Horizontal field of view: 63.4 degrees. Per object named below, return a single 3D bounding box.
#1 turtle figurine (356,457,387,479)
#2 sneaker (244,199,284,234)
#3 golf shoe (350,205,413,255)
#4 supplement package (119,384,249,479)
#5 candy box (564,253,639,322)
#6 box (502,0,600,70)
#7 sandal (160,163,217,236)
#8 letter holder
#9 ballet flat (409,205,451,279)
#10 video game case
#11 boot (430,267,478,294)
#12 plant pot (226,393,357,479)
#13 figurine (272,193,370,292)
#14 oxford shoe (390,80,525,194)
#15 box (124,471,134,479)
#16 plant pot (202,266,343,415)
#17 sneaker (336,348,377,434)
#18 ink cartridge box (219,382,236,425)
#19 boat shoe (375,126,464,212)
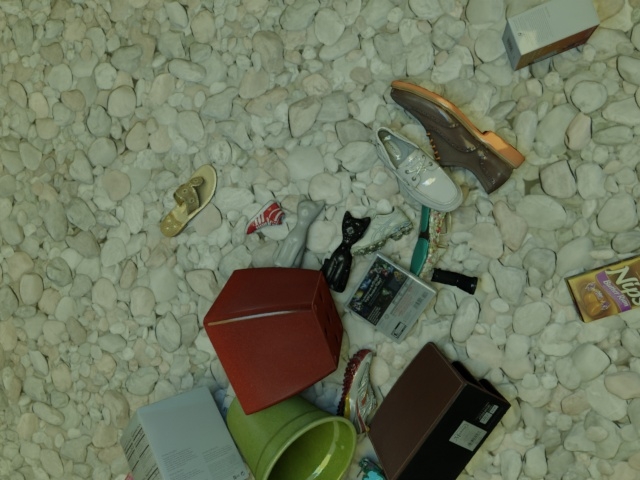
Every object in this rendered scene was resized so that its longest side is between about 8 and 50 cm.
[{"bbox_3d":[0.143,0.633,1.289,0.118,0.234,0.175,-10,65,8],"label":"turtle figurine"},{"bbox_3d":[-0.148,-0.046,1.396,0.067,0.042,0.118,45,99,12],"label":"sneaker"},{"bbox_3d":[0.142,-0.023,1.304,0.176,0.069,0.086,-27,74,-13],"label":"golf shoe"},{"bbox_3d":[-0.354,0.555,1.322,0.262,0.199,0.198,57,132,24],"label":"supplement package"},{"bbox_3d":[0.680,0.109,1.196,0.187,0.053,0.109,-21,86,12],"label":"candy box"},{"bbox_3d":[0.515,-0.474,1.173,0.171,0.130,0.091,-19,87,14],"label":"box"},{"bbox_3d":[-0.374,-0.106,1.429,0.088,0.079,0.240,39,100,9],"label":"sandal"},{"bbox_3d":[0.273,0.434,1.272,0.152,0.214,0.301,29,99,-21],"label":"letter holder"},{"bbox_3d":[0.280,-0.009,1.277,0.077,0.091,0.240,8,99,-11],"label":"ballet flat"},{"bbox_3d":[0.173,0.146,1.303,0.173,0.022,0.190,34,121,10],"label":"video game case"},{"bbox_3d":[0.321,0.095,1.250,0.099,0.121,0.045,15,93,7],"label":"boot"},{"bbox_3d":[-0.095,0.481,1.280,0.254,0.276,0.276,31,101,46],"label":"plant pot"},{"bbox_3d":[0.000,0.000,1.347,0.215,0.092,0.209,23,89,12],"label":"figurine"},{"bbox_3d":[0.299,-0.251,1.239,0.364,0.130,0.132,38,106,10],"label":"oxford shoe"},{"bbox_3d":[-0.401,0.694,1.442,0.257,0.128,0.122,38,100,9],"label":"box"},{"bbox_3d":[-0.086,0.212,1.239,0.236,0.267,0.267,-14,110,14],"label":"plant pot"},{"bbox_3d":[0.104,0.391,1.341,0.093,0.088,0.225,11,94,-10],"label":"sneaker"},{"bbox_3d":[-0.211,0.446,1.422,0.099,0.056,0.135,21,97,12],"label":"ink cartridge box"},{"bbox_3d":[0.221,-0.173,1.231,0.098,0.096,0.277,-45,62,1],"label":"boat shoe"}]
